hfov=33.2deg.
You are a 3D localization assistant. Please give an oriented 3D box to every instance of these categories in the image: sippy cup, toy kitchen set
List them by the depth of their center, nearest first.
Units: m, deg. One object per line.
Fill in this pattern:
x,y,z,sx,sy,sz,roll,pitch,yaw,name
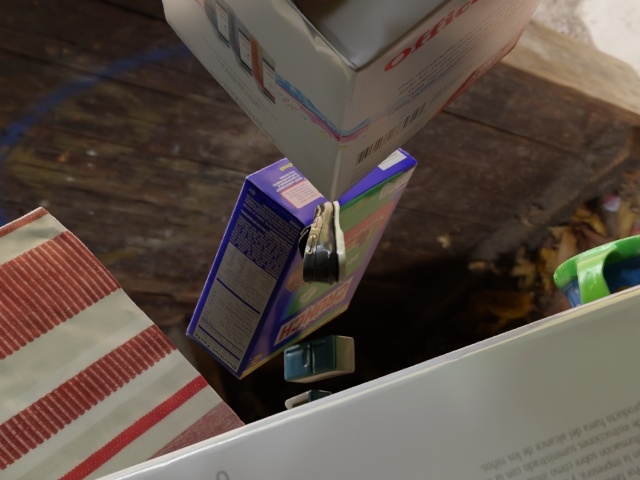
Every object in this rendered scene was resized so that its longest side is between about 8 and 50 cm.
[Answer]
-0.049,0.242,1.552,0.122,0.166,0.207,-22,63,49,toy kitchen set
0.527,0.126,1.761,0.240,0.305,0.224,129,130,-65,sippy cup

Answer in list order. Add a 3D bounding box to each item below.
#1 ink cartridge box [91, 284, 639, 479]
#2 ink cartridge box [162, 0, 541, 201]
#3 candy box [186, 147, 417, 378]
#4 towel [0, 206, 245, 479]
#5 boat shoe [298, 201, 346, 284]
0.043,0.163,0.333,0.060,0.275,0.239,123,128,-66,ink cartridge box
0.015,-0.119,0.441,0.128,0.176,0.127,-40,83,-11,ink cartridge box
-0.028,0.015,1.545,0.122,0.268,0.317,41,132,17,candy box
-0.239,0.136,0.983,0.329,0.237,0.037,47,135,9,towel
0.000,-0.002,0.986,0.133,0.042,0.049,-93,2,-63,boat shoe
